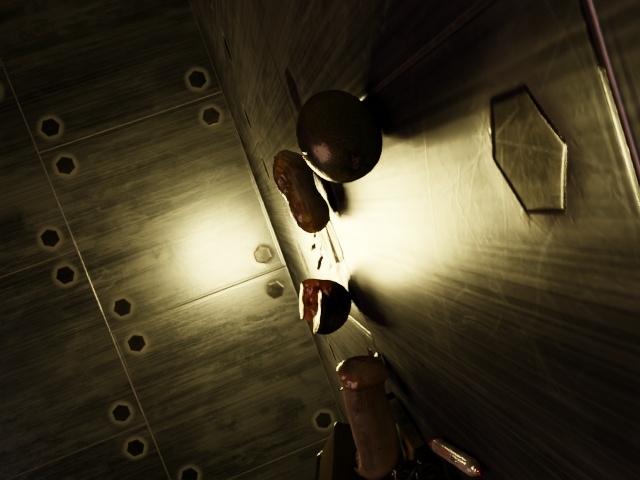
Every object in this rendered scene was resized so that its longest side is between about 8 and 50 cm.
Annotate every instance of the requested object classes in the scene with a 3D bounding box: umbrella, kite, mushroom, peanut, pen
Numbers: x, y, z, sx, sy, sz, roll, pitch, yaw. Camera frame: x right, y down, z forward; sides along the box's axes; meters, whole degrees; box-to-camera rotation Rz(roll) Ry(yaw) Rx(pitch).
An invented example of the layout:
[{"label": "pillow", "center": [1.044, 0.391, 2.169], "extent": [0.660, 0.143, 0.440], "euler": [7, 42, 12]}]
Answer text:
[{"label": "umbrella", "center": [0.192, 0.438, 0.929], "extent": [0.272, 0.122, 0.110], "euler": [-106, 20, -77]}, {"label": "kite", "center": [0.003, -0.001, 1.472], "extent": [0.360, 0.022, 0.204], "euler": [101, 148, -69]}, {"label": "mushroom", "center": [0.101, 0.372, 1.210], "extent": [0.122, 0.095, 0.351], "euler": [28, 137, 40]}, {"label": "peanut", "center": [-0.042, -0.107, 1.267], "extent": [0.087, 0.087, 0.207], "euler": [86, 160, -65]}, {"label": "pen", "center": [0.202, 0.323, 0.890], "extent": [0.218, 0.026, 0.026], "euler": [119, 130, -80]}]

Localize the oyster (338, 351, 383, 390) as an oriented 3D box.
[{"label": "oyster", "center": [0.094, 0.285, 1.295], "extent": [0.056, 0.105, 0.177], "euler": [58, -166, 14]}]

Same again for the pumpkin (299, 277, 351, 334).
[{"label": "pumpkin", "center": [0.020, 0.154, 1.414], "extent": [0.183, 0.107, 0.119], "euler": [-138, 58, -71]}]

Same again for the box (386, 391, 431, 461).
[{"label": "box", "center": [0.192, 0.433, 1.223], "extent": [0.235, 0.034, 0.132], "euler": [-124, 16, -61]}]

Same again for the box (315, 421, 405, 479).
[{"label": "box", "center": [0.088, 0.576, 1.348], "extent": [0.273, 0.184, 0.143], "euler": [-85, 10, -50]}]

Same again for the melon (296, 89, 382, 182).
[{"label": "melon", "center": [0.019, -0.130, 0.722], "extent": [0.162, 0.099, 0.099], "euler": [-116, 9, -55]}]
